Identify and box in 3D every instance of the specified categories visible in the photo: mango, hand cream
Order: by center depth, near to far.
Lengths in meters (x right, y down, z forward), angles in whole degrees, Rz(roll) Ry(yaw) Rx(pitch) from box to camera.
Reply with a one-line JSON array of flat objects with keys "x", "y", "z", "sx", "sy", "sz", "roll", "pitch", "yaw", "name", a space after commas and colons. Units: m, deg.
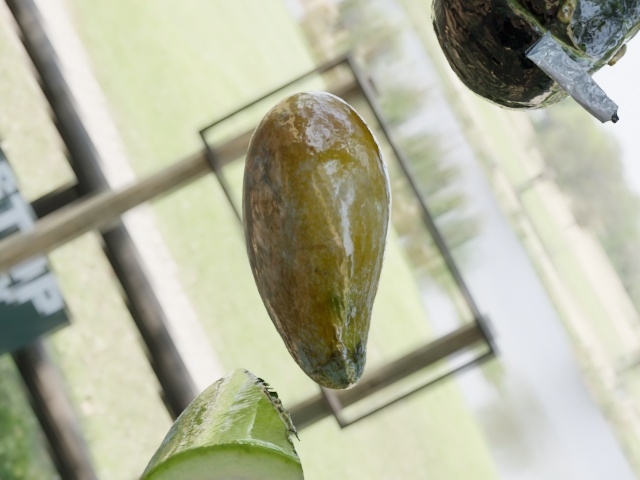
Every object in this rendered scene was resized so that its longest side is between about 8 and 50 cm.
[{"x": 0.205, "y": -0.127, "z": 1.527, "sx": 0.093, "sy": 0.030, "sz": 0.019, "roll": 43, "pitch": -20, "yaw": -2, "name": "hand cream"}, {"x": 0.000, "y": 0.000, "z": 2.005, "sx": 0.193, "sy": 0.146, "sz": 0.316, "roll": -3, "pitch": -85, "yaw": 62, "name": "mango"}]

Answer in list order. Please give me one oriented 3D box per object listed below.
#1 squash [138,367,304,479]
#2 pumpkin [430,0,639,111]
[{"x": -0.058, "y": 0.249, "z": 1.853, "sx": 0.309, "sy": 0.210, "sz": 0.234, "roll": -46, "pitch": 126, "yaw": -68, "name": "squash"}, {"x": 0.284, "y": -0.309, "z": 2.330, "sx": 0.241, "sy": 0.323, "sz": 0.323, "roll": 37, "pitch": 7, "yaw": 1, "name": "pumpkin"}]
